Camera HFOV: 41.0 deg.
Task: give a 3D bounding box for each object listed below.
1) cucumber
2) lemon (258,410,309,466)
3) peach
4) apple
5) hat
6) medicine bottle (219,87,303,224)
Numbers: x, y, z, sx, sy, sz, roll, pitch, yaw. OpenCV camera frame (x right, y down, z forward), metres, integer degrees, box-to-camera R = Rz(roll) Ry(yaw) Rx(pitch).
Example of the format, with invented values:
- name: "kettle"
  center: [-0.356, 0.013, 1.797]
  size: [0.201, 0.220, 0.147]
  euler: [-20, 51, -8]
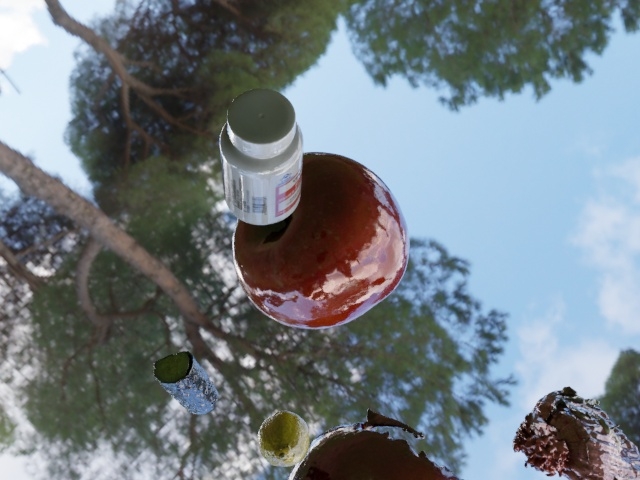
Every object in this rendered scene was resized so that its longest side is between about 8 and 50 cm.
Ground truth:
- name: "cucumber"
  center: [-0.243, 0.282, 1.597]
  size: [0.078, 0.211, 0.062]
  euler: [-17, -124, -1]
- name: "lemon"
  center: [-0.045, 0.241, 1.050]
  size: [0.065, 0.065, 0.092]
  euler: [-29, -161, 2]
- name: "peach"
  center: [0.094, 0.525, 1.574]
  size: [0.310, 0.335, 0.406]
  euler: [-33, -142, -29]
- name: "apple"
  center: [0.000, 0.000, 1.253]
  size: [0.260, 0.216, 0.260]
  euler: [-20, -122, 36]
- name: "hat"
  center: [0.401, 0.307, 1.286]
  size: [0.107, 0.286, 0.237]
  euler: [-59, -145, 21]
- name: "medicine bottle"
  center: [-0.056, -0.079, 0.820]
  size: [0.079, 0.140, 0.079]
  euler: [2, -118, -3]
